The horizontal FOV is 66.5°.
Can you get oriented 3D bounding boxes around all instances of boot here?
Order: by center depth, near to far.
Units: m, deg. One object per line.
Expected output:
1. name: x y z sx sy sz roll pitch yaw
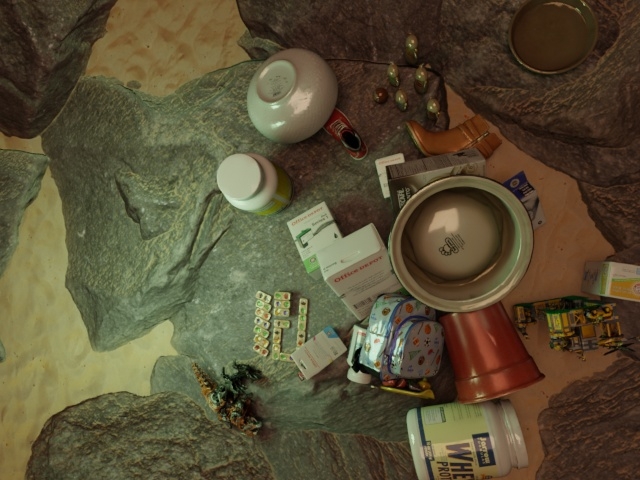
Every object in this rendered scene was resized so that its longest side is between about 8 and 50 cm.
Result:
1. boot: 0.436 -0.342 1.607 0.220 0.109 0.283 -42 92 13
2. boot: 0.064 -0.389 1.664 0.088 0.176 0.244 -42 80 8

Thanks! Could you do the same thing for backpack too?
1. backpack: 0.256 0.301 1.531 0.213 0.276 0.264 0 83 45

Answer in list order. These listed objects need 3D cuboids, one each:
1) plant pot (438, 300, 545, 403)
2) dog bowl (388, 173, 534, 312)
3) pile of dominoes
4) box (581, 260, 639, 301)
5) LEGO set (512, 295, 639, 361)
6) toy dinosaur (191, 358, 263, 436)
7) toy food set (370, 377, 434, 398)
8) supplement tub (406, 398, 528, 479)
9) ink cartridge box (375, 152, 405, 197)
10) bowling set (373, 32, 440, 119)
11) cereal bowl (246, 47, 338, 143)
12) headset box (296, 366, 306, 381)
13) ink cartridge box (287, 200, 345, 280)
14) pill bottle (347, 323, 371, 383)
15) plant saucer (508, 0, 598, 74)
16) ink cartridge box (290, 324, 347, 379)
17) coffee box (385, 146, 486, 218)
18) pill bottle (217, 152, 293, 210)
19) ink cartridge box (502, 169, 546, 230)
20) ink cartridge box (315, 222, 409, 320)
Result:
1. plant pot: 0.510 0.333 1.523 0.272 0.272 0.265 -21 76 9
2. dog bowl: 0.404 -0.001 1.455 0.407 0.150 0.408 1 104 4
3. pile of dominoes: -0.150 0.308 1.749 0.195 0.040 0.251 4 88 11
4. box: 0.887 0.121 1.473 0.114 0.203 0.103 9 90 11
5. LEGO set: 0.740 0.283 1.458 0.254 0.331 0.192 -9 88 -10
6. toy dinosaur: -0.331 0.552 1.727 0.321 0.164 0.218 32 111 -11
7. toy food set: 0.273 0.473 1.625 0.217 0.128 0.071 7 73 15
8. supplement tub: 0.450 0.622 1.522 0.324 0.235 0.236 -13 85 10
9. ink cartridge box: 0.252 -0.220 1.682 0.099 0.056 0.135 -13 86 10
10. bowling set: 0.276 -0.512 1.639 0.199 0.154 0.287 -22 84 9
11. cereal bowl: -0.118 -0.512 1.673 0.338 0.141 0.339 -7 75 25
12. headset box: -0.044 0.456 1.711 0.083 0.062 0.032 -39 81 8
13. ink cartridge box: 0.000 0.000 1.667 0.160 0.092 0.219 -30 61 8
14. pill bottle: 0.147 0.383 1.654 0.107 0.108 0.180 12 91 11
15. plant saucer: 0.762 -0.680 1.610 0.277 0.041 0.278 0 89 11
16. ink cartridge box: -0.012 0.385 1.661 0.181 0.061 0.104 -31 80 -29
17. coffee box: 0.368 -0.173 1.561 0.297 0.119 0.168 -12 120 7
18. pill bottle: -0.215 -0.187 1.629 0.187 0.334 0.188 0 87 11
19. ink cartridge box: 0.588 -0.077 1.547 0.223 0.224 0.045 -34 37 8
20. ink cartridge box: 0.145 0.106 1.568 0.211 0.289 0.122 -28 47 8
